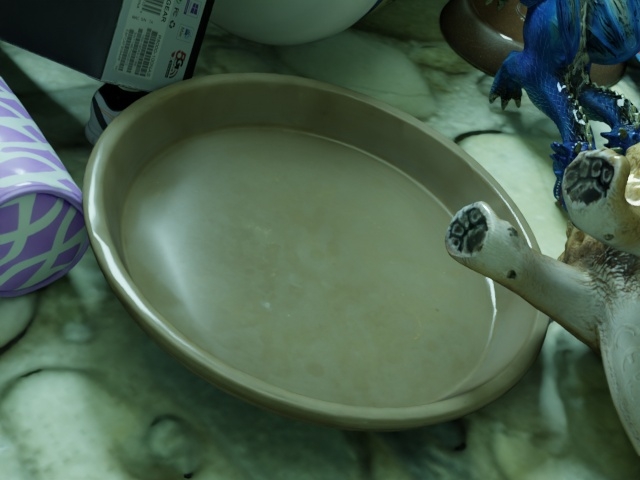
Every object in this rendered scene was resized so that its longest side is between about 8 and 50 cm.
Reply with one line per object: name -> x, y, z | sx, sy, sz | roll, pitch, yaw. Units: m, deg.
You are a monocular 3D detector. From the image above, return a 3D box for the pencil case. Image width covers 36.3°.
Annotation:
pencil case -> -0.210, -0.051, 0.576 | 0.086, 0.088, 0.206 | 22, 23, -52

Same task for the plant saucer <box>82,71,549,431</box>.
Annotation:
plant saucer -> 0.000, 0.000, 0.571 | 0.278, 0.041, 0.278 | 13, 42, -12

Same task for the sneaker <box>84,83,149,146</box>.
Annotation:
sneaker -> -0.105, -0.072, 0.647 | 0.109, 0.044, 0.040 | 16, 41, 3

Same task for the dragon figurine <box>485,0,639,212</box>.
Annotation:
dragon figurine -> 0.183, -0.167, 0.701 | 0.085, 0.289, 0.144 | -3, 6, -19

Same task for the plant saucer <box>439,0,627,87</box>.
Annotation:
plant saucer -> 0.189, -0.187, 0.851 | 0.168, 0.029, 0.168 | 7, 43, -6

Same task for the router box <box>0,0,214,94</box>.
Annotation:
router box -> -0.153, -0.274, 0.632 | 0.243, 0.309, 0.081 | 25, 12, 31

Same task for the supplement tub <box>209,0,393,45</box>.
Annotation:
supplement tub -> 0.028, -0.306, 0.784 | 0.228, 0.228, 0.316 | 29, 40, 18

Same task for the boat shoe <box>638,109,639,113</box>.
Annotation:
boat shoe -> 0.294, -0.032, 0.687 | 0.184, 0.066, 0.063 | 39, 47, 13

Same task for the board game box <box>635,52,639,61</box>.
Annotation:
board game box -> 0.338, -0.158, 0.818 | 0.160, 0.047, 0.210 | 9, 40, -20

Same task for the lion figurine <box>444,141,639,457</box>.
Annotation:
lion figurine -> 0.198, 0.090, 0.483 | 0.240, 0.142, 0.392 | 25, 48, -36
